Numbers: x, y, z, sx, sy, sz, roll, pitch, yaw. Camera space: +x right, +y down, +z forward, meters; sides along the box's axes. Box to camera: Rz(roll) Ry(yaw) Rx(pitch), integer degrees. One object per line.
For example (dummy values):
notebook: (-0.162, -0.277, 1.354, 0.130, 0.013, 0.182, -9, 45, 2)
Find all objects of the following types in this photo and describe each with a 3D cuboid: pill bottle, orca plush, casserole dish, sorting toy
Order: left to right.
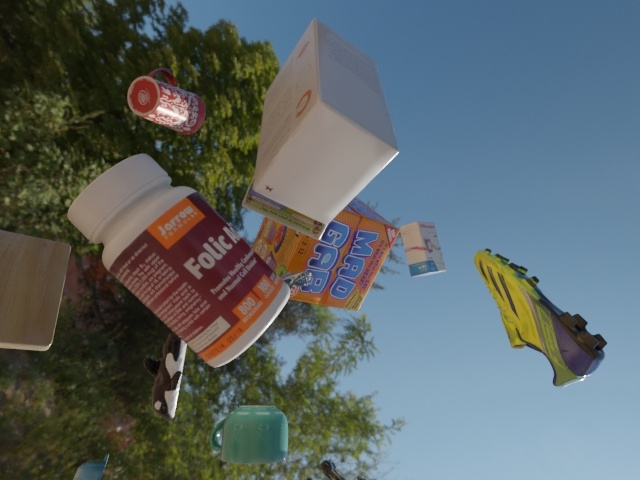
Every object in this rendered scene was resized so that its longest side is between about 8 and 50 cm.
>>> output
sorting toy: (-0.682, 0.104, 0.847, 0.089, 0.256, 0.257, -45, -136, 34)
casserole dish: (-0.373, 0.414, 0.613, 0.114, 0.037, 0.188, -41, -151, 53)
orca plush: (-0.417, 0.321, 1.104, 0.151, 0.102, 0.287, -147, -111, -72)
pill bottle: (-0.268, 0.037, 0.817, 0.392, 0.224, 0.224, 47, -31, -9)

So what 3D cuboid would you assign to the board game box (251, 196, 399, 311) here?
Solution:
board game box: (0.000, 0.000, 1.573, 0.356, 0.357, 0.356, -65, -149, 16)

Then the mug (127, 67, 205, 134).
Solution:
mug: (-0.392, -0.346, 1.028, 0.113, 0.169, 0.150, -45, -99, 15)

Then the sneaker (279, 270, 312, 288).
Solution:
sneaker: (-0.087, 0.118, 1.321, 0.058, 0.135, 0.052, 30, -58, 46)

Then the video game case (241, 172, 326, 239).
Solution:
video game case: (-0.057, -0.123, 0.998, 0.023, 0.213, 0.193, -85, -159, -64)

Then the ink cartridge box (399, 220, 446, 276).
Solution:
ink cartridge box: (0.240, 0.019, 0.971, 0.052, 0.089, 0.122, -21, -104, 39)

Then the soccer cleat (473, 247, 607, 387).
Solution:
soccer cleat: (0.355, 0.125, 0.742, 0.121, 0.094, 0.289, -57, -141, 22)

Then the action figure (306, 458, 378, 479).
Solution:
action figure: (0.088, 0.651, 1.017, 0.141, 0.164, 0.276, 49, -24, -26)

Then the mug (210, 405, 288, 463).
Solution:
mug: (-0.143, 0.383, 0.830, 0.129, 0.158, 0.097, 113, -20, -69)

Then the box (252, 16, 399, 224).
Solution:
box: (0.000, -0.242, 0.824, 0.215, 0.168, 0.345, -45, -147, 37)
